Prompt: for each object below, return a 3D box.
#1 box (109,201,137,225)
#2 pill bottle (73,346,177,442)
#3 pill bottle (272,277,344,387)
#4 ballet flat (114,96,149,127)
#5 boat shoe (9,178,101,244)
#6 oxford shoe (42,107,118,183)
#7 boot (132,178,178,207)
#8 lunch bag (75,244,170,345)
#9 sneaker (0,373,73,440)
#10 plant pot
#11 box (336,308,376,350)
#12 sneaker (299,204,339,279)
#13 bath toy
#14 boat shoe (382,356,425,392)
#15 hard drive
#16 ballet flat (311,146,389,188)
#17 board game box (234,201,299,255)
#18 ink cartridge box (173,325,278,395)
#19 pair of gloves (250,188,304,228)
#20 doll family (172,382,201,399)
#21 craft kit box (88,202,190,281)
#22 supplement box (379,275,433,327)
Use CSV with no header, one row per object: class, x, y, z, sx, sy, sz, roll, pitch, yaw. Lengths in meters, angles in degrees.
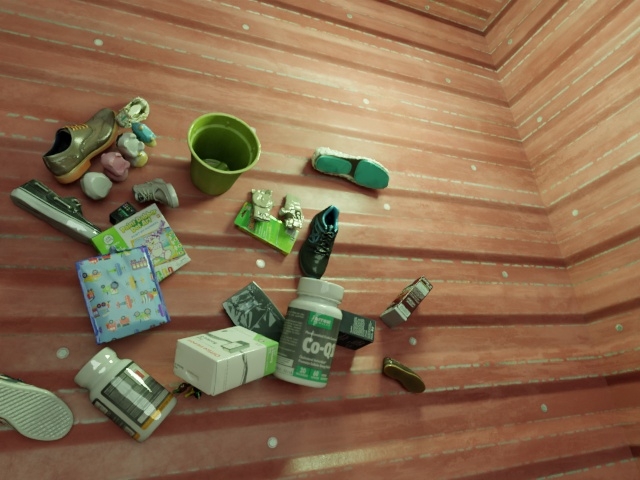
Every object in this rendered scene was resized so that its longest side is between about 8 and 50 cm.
box,-0.721,-0.091,1.629,0.052,0.062,0.083,42,55,-1
pill bottle,-0.592,0.464,1.357,0.278,0.162,0.162,42,55,-2
pill bottle,-0.037,0.329,1.611,0.204,0.204,0.360,17,78,-18
ballet flat,-0.734,-0.521,1.782,0.091,0.077,0.241,43,30,-26
boat shoe,-0.879,-0.106,1.524,0.335,0.121,0.119,33,61,-6
oxford shoe,-0.869,-0.381,1.633,0.130,0.132,0.363,5,55,17
boot,-0.613,-0.162,1.634,0.123,0.258,0.095,-21,115,-27
lunch bag,-0.642,0.157,1.443,0.221,0.138,0.293,-16,91,-25
sneaker,-0.866,0.460,1.263,0.321,0.128,0.126,44,58,-30
plant pot,-0.409,-0.317,1.776,0.276,0.254,0.276,11,61,-21
box,0.111,0.355,1.753,0.158,0.156,0.093,20,58,-15
sneaker,0.000,0.000,1.886,0.125,0.140,0.340,20,60,-18
bath toy,-0.765,-0.288,1.670,0.348,0.129,0.151,-61,143,-30
boat shoe,0.343,0.546,1.824,0.207,0.073,0.073,38,15,-12
hard drive,-0.239,0.299,1.674,0.172,0.054,0.254,-37,86,-34
ballet flat,0.148,-0.366,2.151,0.409,0.147,0.146,16,60,-19
board game box,-0.226,-0.050,1.864,0.260,0.039,0.124,31,55,-12
ink cartridge box,-0.303,0.380,1.449,0.273,0.198,0.114,-2,102,-54
pair of gloves,-0.183,-0.134,1.906,0.240,0.042,0.204,11,45,-25
doll family,-0.392,0.472,1.481,0.193,0.111,0.076,-31,82,-34
craft kit box,-0.626,0.035,1.564,0.250,0.061,0.246,-40,108,-34
supplement box,0.376,0.267,1.941,0.073,0.130,0.239,48,55,3
